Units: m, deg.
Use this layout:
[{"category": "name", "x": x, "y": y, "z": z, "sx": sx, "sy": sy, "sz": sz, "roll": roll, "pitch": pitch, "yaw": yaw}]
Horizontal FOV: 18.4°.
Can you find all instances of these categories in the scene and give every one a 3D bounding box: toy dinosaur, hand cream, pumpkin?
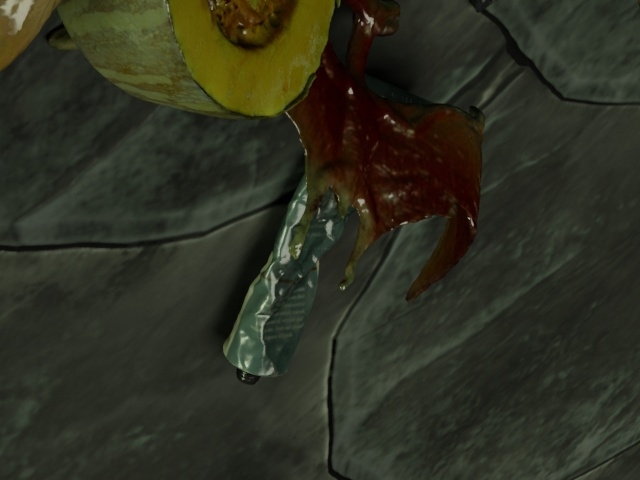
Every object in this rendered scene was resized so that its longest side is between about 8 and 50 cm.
[{"category": "toy dinosaur", "x": -0.013, "y": -0.066, "z": 1.236, "sx": 0.113, "sy": 0.207, "sz": 0.327, "roll": -16, "pitch": 171, "yaw": 39}, {"category": "hand cream", "x": 0.001, "y": 0.000, "z": 1.380, "sx": 0.075, "sy": 0.052, "sz": 0.248, "roll": 4, "pitch": 124, "yaw": -47}, {"category": "pumpkin", "x": -0.076, "y": -0.165, "z": 1.069, "sx": 0.110, "sy": 0.217, "sz": 0.217, "roll": -8, "pitch": 152, "yaw": 22}]

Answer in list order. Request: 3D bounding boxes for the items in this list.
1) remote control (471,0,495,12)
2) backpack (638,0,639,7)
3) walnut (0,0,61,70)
[{"category": "remote control", "x": 0.138, "y": -0.189, "z": 1.345, "sx": 0.091, "sy": 0.016, "sz": 0.034, "roll": -36, "pitch": 160, "yaw": -9}, {"category": "backpack", "x": 0.314, "y": -0.298, "z": 1.240, "sx": 0.378, "sy": 0.201, "sz": 0.354, "roll": -29, "pitch": 144, "yaw": -23}, {"category": "walnut", "x": -0.190, "y": -0.145, "z": 0.959, "sx": 0.166, "sy": 0.149, "sz": 0.166, "roll": -31, "pitch": 169, "yaw": -7}]
